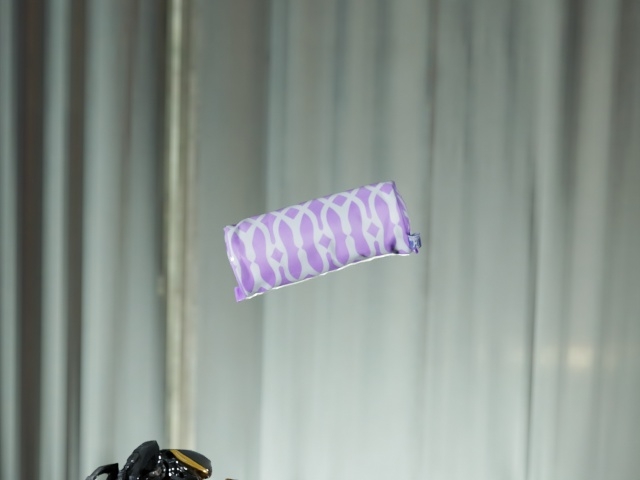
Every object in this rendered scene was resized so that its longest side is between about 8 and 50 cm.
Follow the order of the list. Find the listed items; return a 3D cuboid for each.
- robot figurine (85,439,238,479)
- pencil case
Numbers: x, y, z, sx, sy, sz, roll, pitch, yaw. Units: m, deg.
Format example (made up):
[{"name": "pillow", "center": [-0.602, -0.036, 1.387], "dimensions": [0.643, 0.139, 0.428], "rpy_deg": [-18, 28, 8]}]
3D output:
[{"name": "robot figurine", "center": [-0.136, 0.275, 1.432], "dimensions": [0.085, 0.211, 0.291], "rpy_deg": [-11, -173, 36]}, {"name": "pencil case", "center": [0.000, 0.000, 1.965], "dimensions": [0.206, 0.088, 0.086], "rpy_deg": [-13, -134, 2]}]
